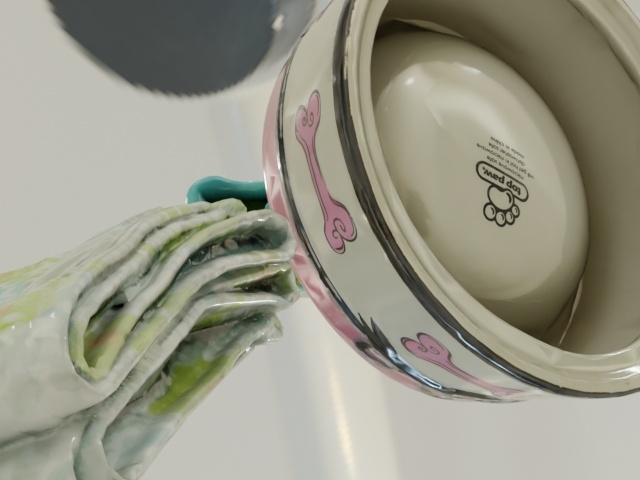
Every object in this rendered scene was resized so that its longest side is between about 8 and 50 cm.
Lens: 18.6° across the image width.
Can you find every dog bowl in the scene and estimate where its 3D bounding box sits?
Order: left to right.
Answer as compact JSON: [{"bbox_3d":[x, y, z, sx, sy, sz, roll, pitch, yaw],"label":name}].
[{"bbox_3d":[0.129,-0.051,1.566,0.408,0.408,0.150,47,-43,-15],"label":"dog bowl"}]

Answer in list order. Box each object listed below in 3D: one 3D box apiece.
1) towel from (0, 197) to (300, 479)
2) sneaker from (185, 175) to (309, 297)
[{"bbox_3d":[-0.208,0.086,0.822,0.374,0.320,0.090,-21,-85,14],"label":"towel"},{"bbox_3d":[0.000,0.000,1.684,0.275,0.107,0.110,8,-28,32],"label":"sneaker"}]
